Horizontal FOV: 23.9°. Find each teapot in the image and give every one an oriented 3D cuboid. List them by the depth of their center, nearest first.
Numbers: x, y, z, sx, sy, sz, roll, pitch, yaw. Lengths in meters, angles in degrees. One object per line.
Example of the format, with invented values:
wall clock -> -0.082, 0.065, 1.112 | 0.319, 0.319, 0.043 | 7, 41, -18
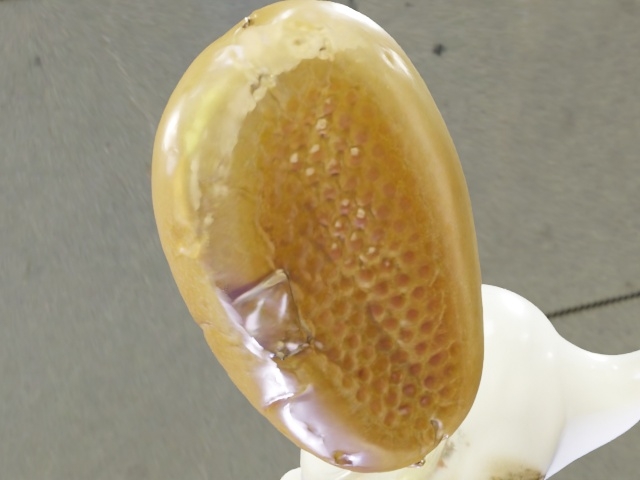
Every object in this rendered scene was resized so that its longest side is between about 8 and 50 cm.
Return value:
teapot -> 0.072, 0.134, 0.960 | 0.139, 0.204, 0.298 | 31, 128, -20

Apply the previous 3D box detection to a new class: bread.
bread -> 0.000, 0.000, 0.559 | 0.114, 0.077, 0.189 | -31, 120, -22
